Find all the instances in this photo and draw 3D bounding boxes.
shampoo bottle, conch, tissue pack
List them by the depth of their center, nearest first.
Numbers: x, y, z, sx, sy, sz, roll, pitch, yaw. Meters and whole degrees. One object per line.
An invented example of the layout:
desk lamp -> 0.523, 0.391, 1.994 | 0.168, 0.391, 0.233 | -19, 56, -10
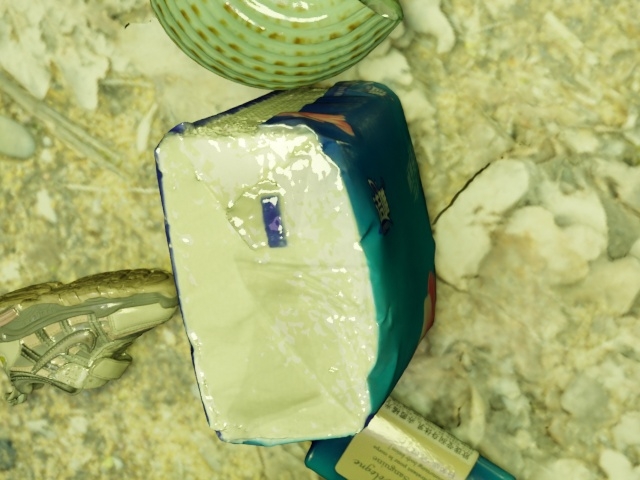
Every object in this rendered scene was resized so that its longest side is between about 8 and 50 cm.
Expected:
tissue pack -> 0.000, 0.000, 0.956 | 0.137, 0.269, 0.209 | -9, 98, 16
conch -> -0.045, -0.170, 0.981 | 0.172, 0.200, 0.131 | 39, 108, -20
shampoo bottle -> 0.056, 0.171, 1.092 | 0.183, 0.050, 0.087 | 32, 112, 6

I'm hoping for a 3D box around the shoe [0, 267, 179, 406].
shoe -> -0.192, 0.079, 1.114 | 0.180, 0.089, 0.092 | -10, 98, 18
